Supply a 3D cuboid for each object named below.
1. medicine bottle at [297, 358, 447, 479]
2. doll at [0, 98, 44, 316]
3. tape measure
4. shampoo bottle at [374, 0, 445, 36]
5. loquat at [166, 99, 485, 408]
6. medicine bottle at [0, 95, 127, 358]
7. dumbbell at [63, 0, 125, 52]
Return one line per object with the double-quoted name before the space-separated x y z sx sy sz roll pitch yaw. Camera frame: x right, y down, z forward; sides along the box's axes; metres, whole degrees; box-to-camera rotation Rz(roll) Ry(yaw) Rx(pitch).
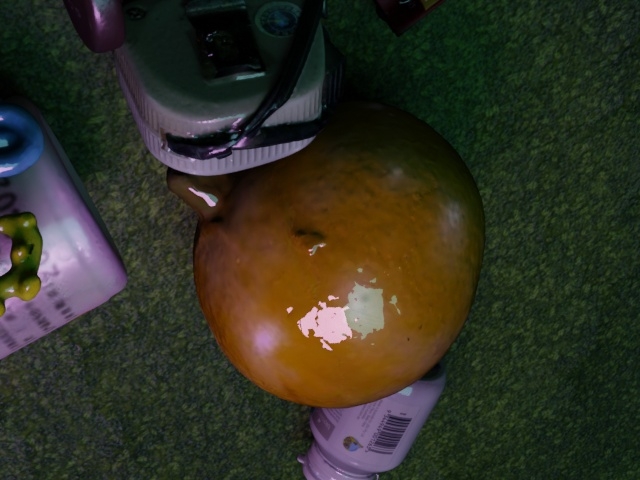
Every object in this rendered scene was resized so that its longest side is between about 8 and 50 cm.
"medicine bottle" 0.059 0.220 1.930 0.135 0.135 0.215 7 123 -33
"doll" -0.412 -0.050 1.325 0.346 0.341 0.099 1 168 1
"tape measure" -0.068 -0.170 1.479 0.235 0.207 0.115 -16 143 -15
"shampoo bottle" 0.177 -0.345 1.556 0.323 0.084 0.129 -36 138 2
"loquat" 0.000 0.000 1.591 0.359 0.328 0.328 28 111 -26
"medicine bottle" -0.398 0.040 1.463 0.388 0.219 0.219 -28 135 -6
"dumbbell" -0.131 -0.265 1.412 0.225 0.140 0.124 -20 138 -15
